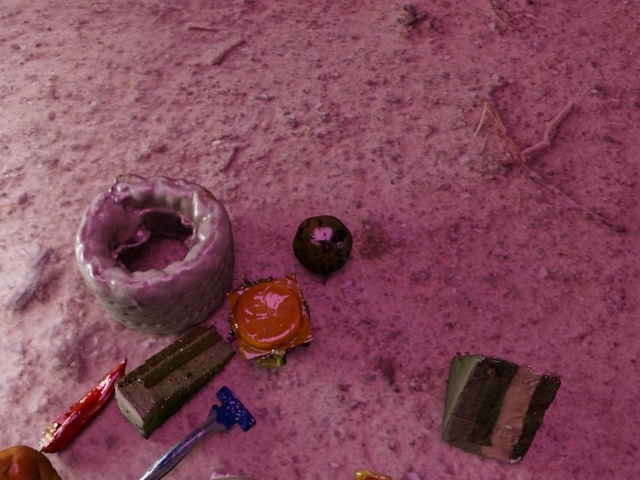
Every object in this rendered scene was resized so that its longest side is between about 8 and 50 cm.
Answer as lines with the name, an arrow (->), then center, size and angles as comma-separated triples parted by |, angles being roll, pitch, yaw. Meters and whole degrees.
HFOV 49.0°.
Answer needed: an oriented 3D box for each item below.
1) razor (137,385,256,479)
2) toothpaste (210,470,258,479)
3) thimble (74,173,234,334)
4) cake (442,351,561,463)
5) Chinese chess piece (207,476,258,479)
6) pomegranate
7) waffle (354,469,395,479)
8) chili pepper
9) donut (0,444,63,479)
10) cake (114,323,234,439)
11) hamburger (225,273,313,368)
razor -> -0.268, 0.392, 1.246 | 0.324, 0.056, 0.093 | -38, 70, -17
toothpaste -> -0.101, 0.443, 1.234 | 0.190, 0.031, 0.048 | 14, 60, 4
thimble -> -0.317, 0.022, 1.361 | 0.291, 0.195, 0.292 | 0, 58, -1
cake -> 0.299, 0.286, 1.185 | 0.157, 0.283, 0.172 | 11, 80, 6
Chinese chess piece -> -0.135, 0.540, 1.070 | 0.349, 0.146, 0.350 | 9, 50, -12
pomegranate -> 0.000, 0.000, 1.428 | 0.122, 0.122, 0.161 | -13, 26, -6
waffle -> 0.104, 0.482, 1.198 | 0.210, 0.055, 0.161 | 15, 64, 9
chili pepper -> -0.446, 0.323, 1.288 | 0.268, 0.059, 0.050 | -46, 109, -23
donut -> -0.509, 0.486, 1.077 | 0.150, 0.299, 0.317 | -4, 29, 11
cake -> -0.268, 0.244, 1.299 | 0.100, 0.099, 0.235 | 42, 69, 17
hamburger -> -0.096, 0.156, 1.346 | 0.163, 0.093, 0.190 | -5, 61, 0
